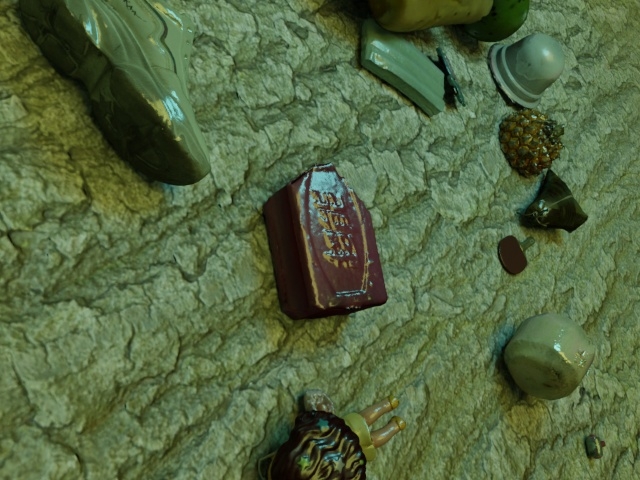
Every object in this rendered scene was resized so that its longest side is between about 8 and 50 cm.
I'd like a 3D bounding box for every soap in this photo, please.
[{"bbox_3d":[0.000,0.000,1.126,0.162,0.099,0.249,-5,77,-36],"label":"soap"}]

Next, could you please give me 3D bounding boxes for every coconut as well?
[{"bbox_3d":[0.476,0.229,1.412,0.183,0.171,0.171,-41,103,-35],"label":"coconut"}]

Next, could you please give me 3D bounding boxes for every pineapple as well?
[{"bbox_3d":[0.538,-0.254,1.679,0.161,0.137,0.176,-24,91,-44],"label":"pineapple"}]

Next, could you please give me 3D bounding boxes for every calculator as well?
[{"bbox_3d":[0.301,-0.374,1.574,0.094,0.019,0.141,4,65,-68],"label":"calculator"}]

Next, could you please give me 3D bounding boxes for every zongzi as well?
[{"bbox_3d":[0.544,-0.111,1.679,0.187,0.084,0.184,3,57,-37],"label":"zongzi"}]

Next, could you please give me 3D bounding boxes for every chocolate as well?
[{"bbox_3d":[0.553,-0.452,1.766,0.221,0.147,0.221,22,57,-38],"label":"chocolate"}]

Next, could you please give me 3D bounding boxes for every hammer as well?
[{"bbox_3d":[0.630,0.465,1.558,0.083,0.031,0.052,12,68,-50],"label":"hammer"}]

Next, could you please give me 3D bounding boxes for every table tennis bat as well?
[{"bbox_3d":[0.454,0.024,1.583,0.156,0.013,0.087,-28,91,-43],"label":"table tennis bat"}]

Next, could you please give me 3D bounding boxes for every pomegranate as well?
[{"bbox_3d":[0.428,-0.591,1.653,0.248,0.202,0.202,-33,98,-4],"label":"pomegranate"}]

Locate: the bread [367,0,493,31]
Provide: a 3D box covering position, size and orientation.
[{"bbox_3d":[0.190,-0.626,1.411,0.394,0.250,0.361,-22,80,-44],"label":"bread"}]

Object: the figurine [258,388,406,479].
[{"bbox_3d":[0.024,0.306,1.008,0.240,0.116,0.174,-22,89,-45],"label":"figurine"}]

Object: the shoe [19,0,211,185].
[{"bbox_3d":[-0.237,-0.251,0.981,0.342,0.132,0.210,54,49,-8],"label":"shoe"}]

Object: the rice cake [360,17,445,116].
[{"bbox_3d":[0.178,-0.371,1.466,0.237,0.043,0.127,26,56,-33],"label":"rice cake"}]
